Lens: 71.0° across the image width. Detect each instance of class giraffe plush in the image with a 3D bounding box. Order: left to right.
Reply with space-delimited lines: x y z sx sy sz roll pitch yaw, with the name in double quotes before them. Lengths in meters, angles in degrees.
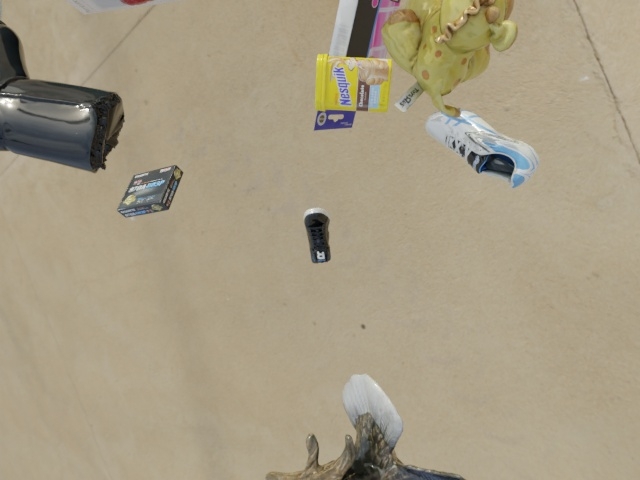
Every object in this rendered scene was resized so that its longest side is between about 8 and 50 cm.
"giraffe plush" 0.190 -0.298 0.625 0.181 0.211 0.170 27 158 -8

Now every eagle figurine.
"eagle figurine" 0.083 0.321 0.550 0.225 0.298 0.227 -40 41 27

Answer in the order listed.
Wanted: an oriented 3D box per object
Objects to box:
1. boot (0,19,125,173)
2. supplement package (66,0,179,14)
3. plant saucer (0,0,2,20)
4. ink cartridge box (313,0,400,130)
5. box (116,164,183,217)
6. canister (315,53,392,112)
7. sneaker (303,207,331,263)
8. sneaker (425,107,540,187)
"boot" -0.379 -0.198 0.618 0.094 0.206 0.247 114 156 -50
"supplement package" -0.330 -0.528 0.774 0.292 0.177 0.176 -6 96 3
"plant saucer" -0.696 -0.415 0.838 0.100 0.401 0.401 17 123 -20
"ink cartridge box" 0.092 -0.460 1.157 0.069 0.175 0.371 33 123 30
"box" -0.624 -0.179 1.647 0.220 0.175 0.051 -7 145 26
"canister" 0.077 -0.362 1.041 0.169 0.073 0.126 4 112 5
"sneaker" 0.000 0.000 1.331 0.079 0.217 0.121 -9 65 2
"sneaker" 0.292 -0.179 0.852 0.237 0.086 0.085 37 154 30
